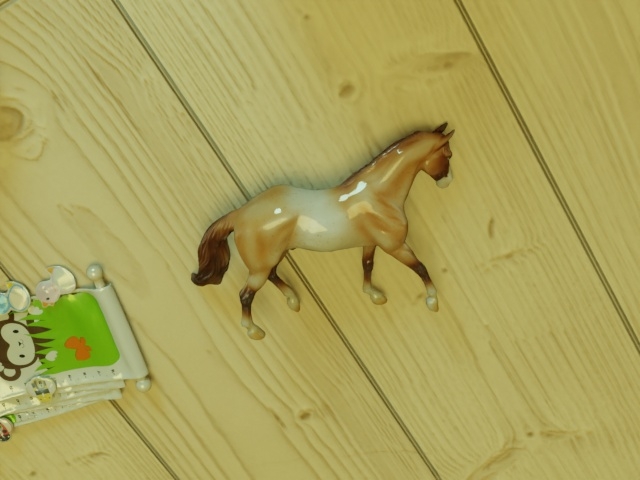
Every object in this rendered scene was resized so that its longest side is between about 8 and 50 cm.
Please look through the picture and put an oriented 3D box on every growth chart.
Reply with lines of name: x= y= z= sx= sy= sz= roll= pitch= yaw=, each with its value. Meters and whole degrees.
growth chart: x=-0.291 y=0.120 z=1.047 sx=0.237 sy=0.021 sz=0.172 roll=-21 pitch=115 yaw=13

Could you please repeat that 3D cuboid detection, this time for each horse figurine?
horse figurine: x=0.000 y=0.000 z=0.942 sx=0.263 sy=0.066 sz=0.174 roll=-8 pitch=124 yaw=4
